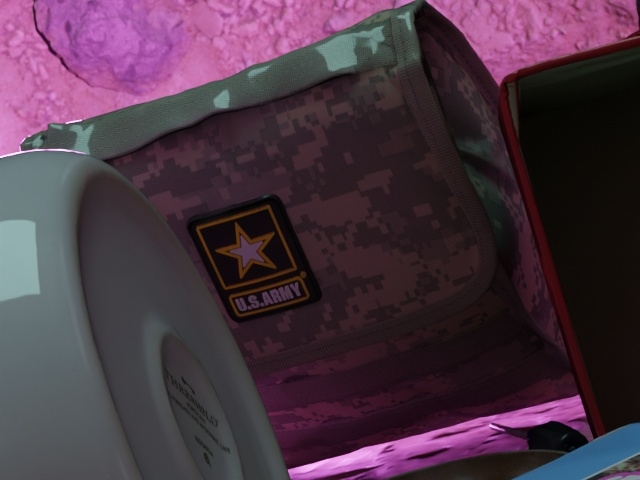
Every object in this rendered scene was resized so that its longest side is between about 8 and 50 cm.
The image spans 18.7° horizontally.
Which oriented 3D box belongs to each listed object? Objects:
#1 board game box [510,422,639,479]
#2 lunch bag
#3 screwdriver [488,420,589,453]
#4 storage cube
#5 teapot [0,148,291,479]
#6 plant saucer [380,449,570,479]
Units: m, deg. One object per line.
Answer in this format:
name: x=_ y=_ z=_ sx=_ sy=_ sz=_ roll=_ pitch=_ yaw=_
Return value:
board game box: x=0.071 y=0.129 z=0.264 sx=0.232 sy=0.141 sz=0.291 roll=-20 pitch=6 yaw=-30
lunch bag: x=0.000 y=0.000 z=1.062 sx=0.235 sy=0.169 sz=0.287 roll=-17 pitch=-32 yaw=21
screwdriver: x=0.108 y=0.104 z=1.036 sx=0.025 sy=0.024 sz=0.170 roll=11 pitch=-3 yaw=-13
storage cube: x=0.192 y=-0.003 z=0.903 sx=0.183 sy=0.215 sz=0.193 roll=-17 pitch=-1 yaw=5
teapot: x=-0.123 y=0.102 z=0.716 sx=0.187 sy=0.256 sz=0.252 roll=-24 pitch=14 yaw=10
plant saucer: x=0.043 y=0.136 z=0.876 sx=0.168 sy=0.029 sz=0.168 roll=-18 pitch=5 yaw=2
